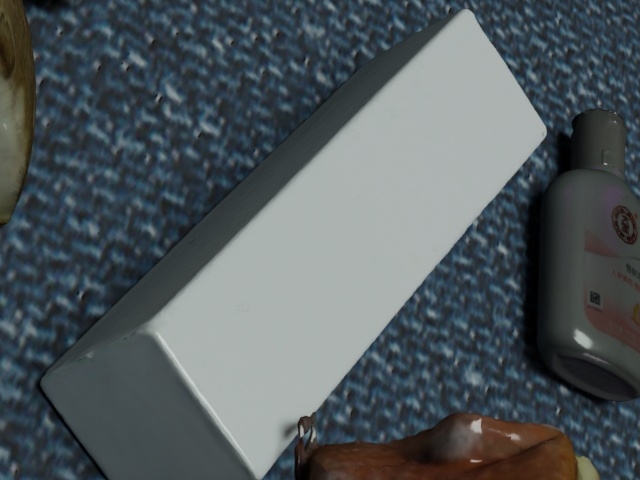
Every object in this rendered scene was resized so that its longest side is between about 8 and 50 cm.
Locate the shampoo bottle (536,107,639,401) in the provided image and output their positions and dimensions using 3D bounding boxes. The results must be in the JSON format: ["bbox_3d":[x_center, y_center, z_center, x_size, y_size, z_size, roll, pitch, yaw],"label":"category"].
[{"bbox_3d":[0.152,0.003,1.010,0.080,0.040,0.165,28,53,-32],"label":"shampoo bottle"}]

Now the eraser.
[{"bbox_3d":[0.000,0.001,0.827,0.078,0.076,0.298,55,42,-11],"label":"eraser"}]

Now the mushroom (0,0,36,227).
[{"bbox_3d":[-0.156,-0.097,0.674,0.094,0.072,0.210,-104,170,-52],"label":"mushroom"}]

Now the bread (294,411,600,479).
[{"bbox_3d":[0.053,0.182,0.690,0.190,0.123,0.244,12,71,-73],"label":"bread"}]
